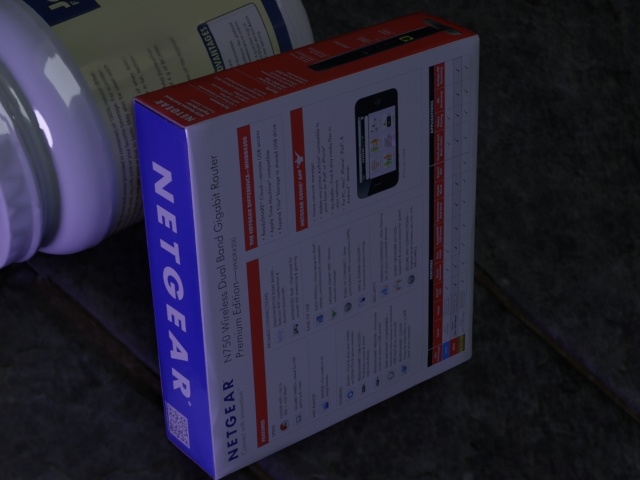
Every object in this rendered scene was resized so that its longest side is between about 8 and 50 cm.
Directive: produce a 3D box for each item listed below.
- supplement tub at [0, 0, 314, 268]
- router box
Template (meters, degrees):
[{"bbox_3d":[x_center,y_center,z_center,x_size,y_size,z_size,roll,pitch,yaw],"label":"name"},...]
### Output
[{"bbox_3d":[-0.189,-0.130,1.198,0.325,0.235,0.235,-30,83,-33],"label":"supplement tub"},{"bbox_3d":[0.000,0.000,1.198,0.301,0.335,0.082,-21,34,-32],"label":"router box"}]
